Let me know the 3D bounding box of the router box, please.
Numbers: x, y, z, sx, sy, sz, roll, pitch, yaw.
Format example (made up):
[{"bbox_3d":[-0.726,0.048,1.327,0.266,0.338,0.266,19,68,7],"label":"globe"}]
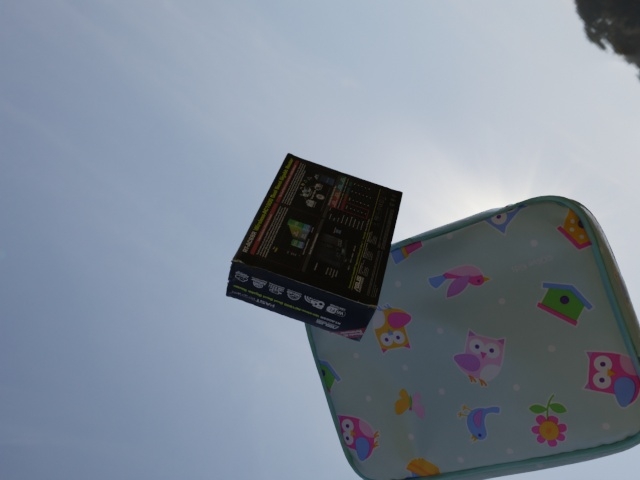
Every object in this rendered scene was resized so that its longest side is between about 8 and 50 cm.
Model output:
[{"bbox_3d":[0.000,0.000,0.397,0.092,0.038,0.122,20,-137,1],"label":"router box"}]

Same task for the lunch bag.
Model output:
[{"bbox_3d":[0.129,0.098,0.516,0.108,0.279,0.223,-10,-101,-60],"label":"lunch bag"}]
